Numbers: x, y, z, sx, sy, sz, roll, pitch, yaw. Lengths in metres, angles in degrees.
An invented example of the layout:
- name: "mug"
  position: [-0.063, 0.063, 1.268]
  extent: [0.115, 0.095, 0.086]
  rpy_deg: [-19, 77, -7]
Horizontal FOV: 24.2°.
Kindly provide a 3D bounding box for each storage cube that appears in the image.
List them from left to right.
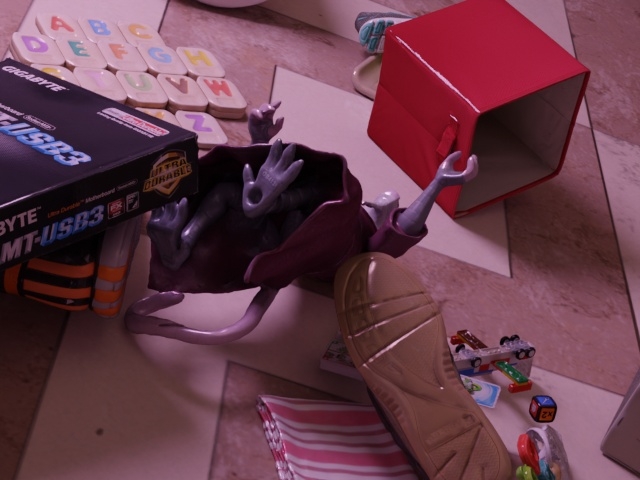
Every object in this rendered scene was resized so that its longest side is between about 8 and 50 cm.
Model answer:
- name: "storage cube"
  position: [0.199, -0.177, 1.924]
  extent: [0.215, 0.183, 0.193]
  rpy_deg: [-24, 53, -28]

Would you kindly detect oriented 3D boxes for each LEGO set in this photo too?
- name: "LEGO set"
  position: [0.134, 0.138, 1.588]
  extent: [0.244, 0.060, 0.182]
  rpy_deg: [15, 25, 10]

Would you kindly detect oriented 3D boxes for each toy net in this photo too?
- name: "toy net"
  position: [0.207, 0.232, 1.456]
  extent: [0.122, 0.045, 0.232]
  rpy_deg: [64, 16, -12]

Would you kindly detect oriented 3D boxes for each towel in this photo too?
- name: "towel"
  position: [0.029, 0.216, 1.409]
  extent: [0.144, 0.029, 0.197]
  rpy_deg: [8, 35, -27]

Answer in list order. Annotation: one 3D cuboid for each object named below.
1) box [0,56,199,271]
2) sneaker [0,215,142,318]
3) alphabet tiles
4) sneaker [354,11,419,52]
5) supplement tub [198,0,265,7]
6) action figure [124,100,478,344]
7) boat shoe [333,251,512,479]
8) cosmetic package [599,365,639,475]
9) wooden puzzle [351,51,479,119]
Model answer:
- name: "box"
  position: [-0.316, -0.074, 1.386]
  extent: [0.295, 0.073, 0.293]
  rpy_deg: [25, 36, 37]
- name: "sneaker"
  position: [-0.268, -0.041, 1.503]
  extent: [0.180, 0.124, 0.321]
  rpy_deg: [10, 24, -5]
- name: "alphabet tiles"
  position: [-0.237, -0.206, 1.865]
  extent: [0.284, 0.021, 0.278]
  rpy_deg: [0, 39, -33]
- name: "sneaker"
  position: [0.124, -0.307, 2.167]
  extent: [0.166, 0.065, 0.076]
  rpy_deg: [5, 27, -24]
- name: "supplement tub"
  position: [-0.146, -0.515, 2.177]
  extent: [0.241, 0.241, 0.331]
  rpy_deg: [10, 34, -22]
- name: "action figure"
  position: [0.000, 0.000, 1.573]
  extent: [0.248, 0.275, 0.370]
  rpy_deg: [14, -2, 26]
- name: "boat shoe"
  position: [0.092, 0.144, 1.450]
  extent: [0.103, 0.092, 0.285]
  rpy_deg: [-24, 64, -15]
- name: "cosmetic package"
  position: [0.430, 0.136, 1.679]
  extent: [0.113, 0.160, 0.309]
  rpy_deg: [32, 33, 11]
- name: "wooden puzzle"
  position: [0.185, -0.214, 2.141]
  extent: [0.239, 0.044, 0.221]
  rpy_deg: [31, 32, 10]
